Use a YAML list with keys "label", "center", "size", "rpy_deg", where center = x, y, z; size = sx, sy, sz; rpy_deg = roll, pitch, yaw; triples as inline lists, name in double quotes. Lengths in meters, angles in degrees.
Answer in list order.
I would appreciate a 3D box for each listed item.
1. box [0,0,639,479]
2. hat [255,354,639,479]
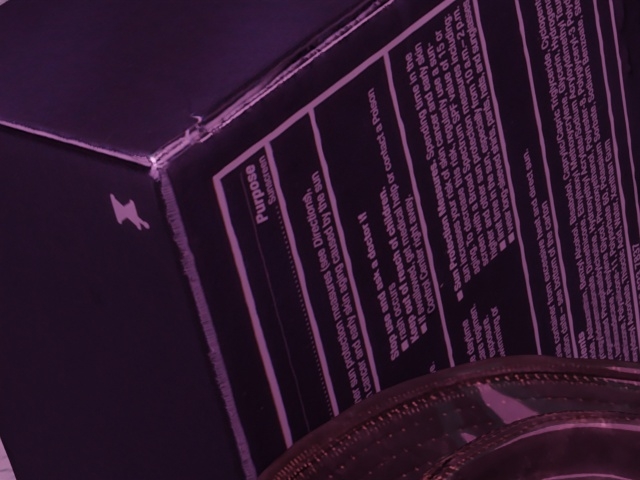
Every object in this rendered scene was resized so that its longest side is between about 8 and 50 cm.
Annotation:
- label: "box"
  center: [0.000, 0.000, 0.826]
  size: [0.183, 0.296, 0.294]
  rpy_deg: [15, 41, 38]
- label: "hat"
  center: [0.110, 0.145, 0.592]
  size: [0.331, 0.134, 0.331]
  rpy_deg: [3, 54, -4]
